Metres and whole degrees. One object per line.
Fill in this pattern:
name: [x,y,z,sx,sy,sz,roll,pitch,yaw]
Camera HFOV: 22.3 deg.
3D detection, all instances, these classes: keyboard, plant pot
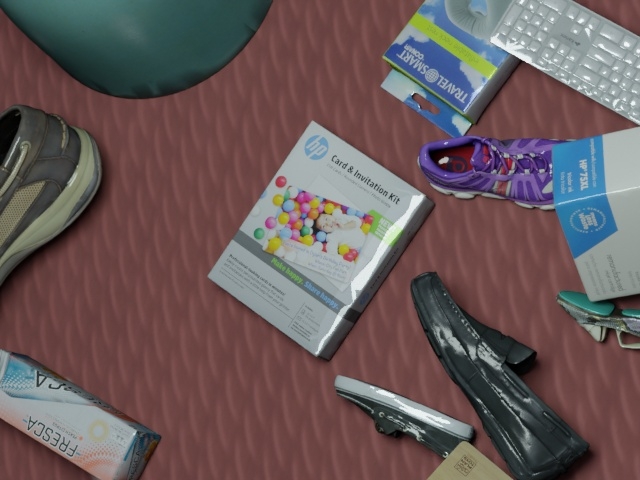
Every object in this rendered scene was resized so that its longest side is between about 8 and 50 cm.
keyboard: [0.282,-0.152,1.489,0.256,0.014,0.072,31,91,12]
plant pot: [-0.214,-0.313,1.610,0.293,0.235,0.293,-4,77,19]

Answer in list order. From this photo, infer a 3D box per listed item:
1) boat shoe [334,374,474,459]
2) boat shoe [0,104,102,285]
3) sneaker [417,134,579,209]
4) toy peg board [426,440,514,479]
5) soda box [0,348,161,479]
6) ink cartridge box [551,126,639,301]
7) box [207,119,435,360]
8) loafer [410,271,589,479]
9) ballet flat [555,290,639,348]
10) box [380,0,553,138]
boat shoe: [0.072,0.164,1.504,0.142,0.049,0.040,21,87,21]
boat shoe: [-0.381,-0.002,1.644,0.355,0.130,0.132,-48,41,0]
sneaker: [0.171,-0.067,1.504,0.170,0.071,0.068,-1,79,19]
toy peg board: [0.138,0.296,1.448,0.161,0.079,0.160,39,78,22]
soda box: [-0.252,0.177,1.615,0.183,0.058,0.063,27,89,22]
ink cartridge box: [0.327,-0.035,1.397,0.231,0.134,0.078,-12,44,18]
box: [0.000,0.000,1.571,0.145,0.038,0.186,35,91,23]
loafer: [0.159,0.117,1.471,0.078,0.076,0.223,-34,73,4]
ballet flat: [0.264,0.075,1.460,0.114,0.041,0.041,12,83,23]
box: [0.143,-0.198,1.558,0.109,0.042,0.178,38,92,23]
